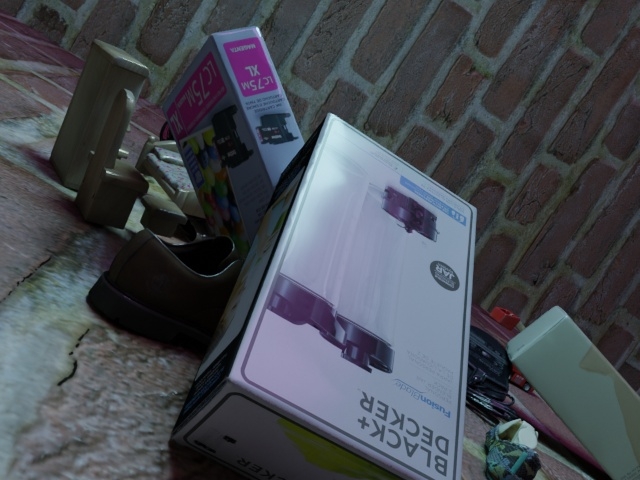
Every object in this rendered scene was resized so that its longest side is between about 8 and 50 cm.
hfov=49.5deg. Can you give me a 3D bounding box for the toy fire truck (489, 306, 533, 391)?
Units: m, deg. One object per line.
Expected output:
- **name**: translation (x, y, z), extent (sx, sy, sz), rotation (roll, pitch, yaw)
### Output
- **toy fire truck**: translation (0.435, 0.245, 1.549), extent (0.192, 0.135, 0.047), rotation (30, 7, -22)

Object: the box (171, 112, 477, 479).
- **box**: translation (0.024, 0.049, 0.525), extent (0.169, 0.087, 0.289), rotation (32, 42, -12)

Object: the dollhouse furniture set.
- **dollhouse furniture set**: translation (-0.155, -0.115, 0.952), extent (0.356, 0.173, 0.303), rotation (16, 16, -36)

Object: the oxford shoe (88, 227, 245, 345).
- **oxford shoe**: translation (-0.084, 0.051, 0.625), extent (0.083, 0.096, 0.227), rotation (36, 5, 42)

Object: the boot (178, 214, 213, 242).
- **boot**: translation (-0.147, 0.002, 0.984), extent (0.118, 0.042, 0.087), rotation (36, 13, 35)

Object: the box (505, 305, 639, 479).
- **box**: translation (0.460, 0.270, 1.160), extent (0.311, 0.121, 0.148), rotation (50, 10, 5)

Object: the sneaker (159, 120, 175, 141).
- **sneaker**: translation (-0.242, -0.189, 1.448), extent (0.203, 0.185, 0.483), rotation (12, -3, -7)

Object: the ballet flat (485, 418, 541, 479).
- **ballet flat**: translation (0.236, 0.249, 0.831), extent (0.070, 0.070, 0.188), rotation (34, 6, 10)

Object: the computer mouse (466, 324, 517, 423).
- **computer mouse**: translation (0.246, 0.217, 1.162), extent (0.189, 0.072, 0.272), rotation (36, 19, 13)

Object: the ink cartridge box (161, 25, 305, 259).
- **ink cartridge box**: translation (-0.065, -0.038, 0.726), extent (0.186, 0.065, 0.310), rotation (-24, -91, 60)
